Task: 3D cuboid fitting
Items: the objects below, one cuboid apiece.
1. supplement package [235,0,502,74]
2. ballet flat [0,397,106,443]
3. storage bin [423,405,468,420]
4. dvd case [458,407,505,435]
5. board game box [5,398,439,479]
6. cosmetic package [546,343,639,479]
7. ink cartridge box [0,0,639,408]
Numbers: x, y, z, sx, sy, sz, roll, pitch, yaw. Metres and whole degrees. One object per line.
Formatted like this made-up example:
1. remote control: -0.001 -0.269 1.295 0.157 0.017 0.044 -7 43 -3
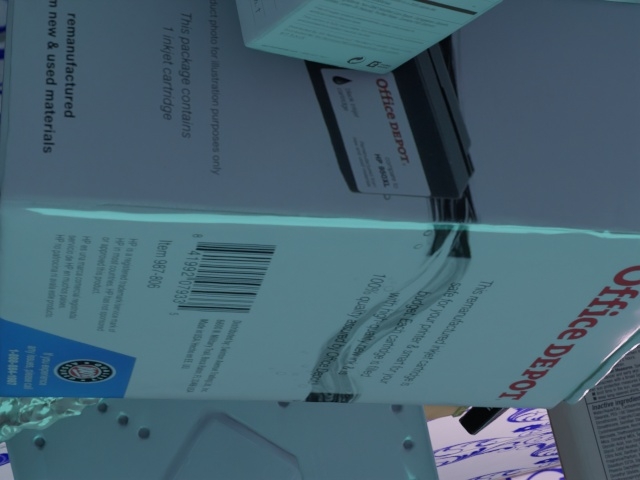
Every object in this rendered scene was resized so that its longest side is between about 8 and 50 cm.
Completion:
1. supplement package: 0.046 -0.168 0.681 0.105 0.105 0.179 5 154 -43
2. ballet flat: -0.345 0.134 1.266 0.409 0.147 0.147 -29 160 7
3. storage bin: 0.039 0.137 1.572 0.262 0.123 0.260 -10 162 -11
4. dvd case: 0.263 0.132 1.646 0.179 0.029 0.239 -46 169 23
5. board game box: -0.086 0.229 1.377 0.390 0.390 0.050 -13 -175 -1
6. cosmetic package: 0.294 0.119 1.387 0.160 0.309 0.113 -10 161 -4
7. ink cartridge box: 0.004 -0.017 0.881 0.395 0.166 0.285 3 154 -13
